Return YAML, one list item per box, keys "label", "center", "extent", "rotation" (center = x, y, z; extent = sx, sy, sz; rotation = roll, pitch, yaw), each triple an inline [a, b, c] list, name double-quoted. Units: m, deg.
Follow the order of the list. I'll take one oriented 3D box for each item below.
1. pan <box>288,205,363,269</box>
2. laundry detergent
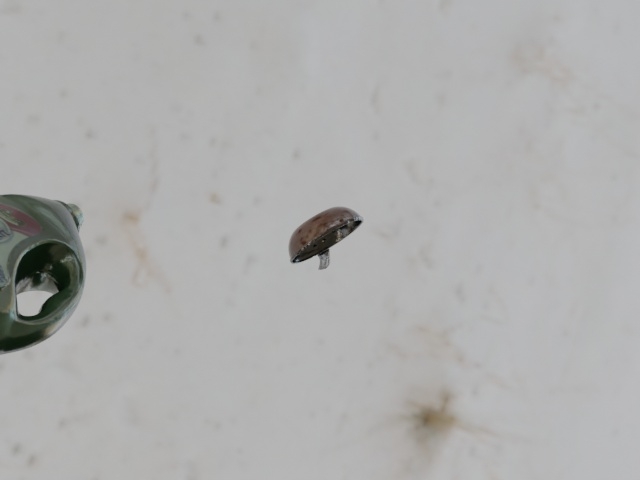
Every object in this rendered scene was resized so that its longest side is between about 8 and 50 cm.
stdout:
- label: "pan"
  center: [0.000, 0.000, 1.579]
  extent: [0.068, 0.023, 0.115]
  rotation: [-30, 167, -11]
- label: "laundry detergent"
  center: [-0.232, 0.018, 1.422]
  extent: [0.211, 0.137, 0.063]
  rotation: [-30, 151, -59]
